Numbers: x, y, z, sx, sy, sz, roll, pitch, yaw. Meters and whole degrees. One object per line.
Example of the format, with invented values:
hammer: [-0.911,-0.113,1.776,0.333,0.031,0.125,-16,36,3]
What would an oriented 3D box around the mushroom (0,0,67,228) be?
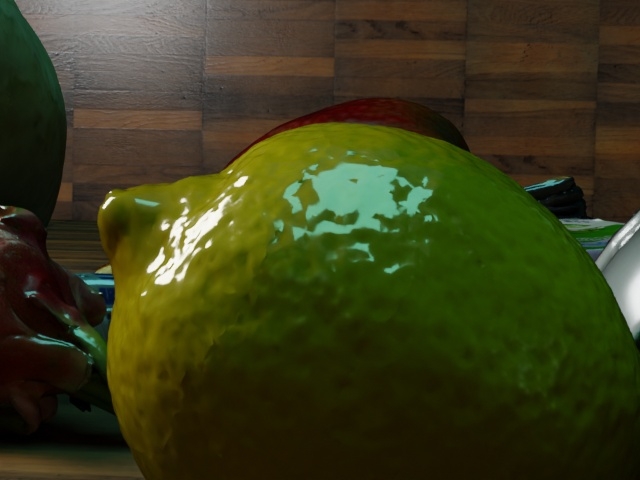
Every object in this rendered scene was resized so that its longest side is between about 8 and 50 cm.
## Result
mushroom: [-0.344,-0.062,1.081,0.352,0.352,0.260,-4,50,-52]

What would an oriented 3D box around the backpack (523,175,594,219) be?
backpack: [0.179,0.013,1.628,0.206,0.133,0.258,-8,-1,-8]

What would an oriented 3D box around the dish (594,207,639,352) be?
dish: [0.194,0.031,0.830,0.246,0.224,0.078,-23,56,-21]

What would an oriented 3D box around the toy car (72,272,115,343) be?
toy car: [-0.157,0.061,1.138,0.170,0.070,0.080,1,5,-18]

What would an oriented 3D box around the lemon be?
lemon: [0.021,0.049,0.597,0.244,0.187,0.187,33,4,-1]

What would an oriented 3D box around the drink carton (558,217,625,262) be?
drink carton: [0.215,0.044,1.244,0.161,0.108,0.271,-2,6,-16]

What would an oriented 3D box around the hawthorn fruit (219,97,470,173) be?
hawthorn fruit: [0.000,0.000,1.119,0.248,0.208,0.208,-2,5,-11]

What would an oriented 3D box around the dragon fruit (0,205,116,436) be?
dragon fruit: [-0.188,0.053,0.897,0.236,0.135,0.137,25,11,33]

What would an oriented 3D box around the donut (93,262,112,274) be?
donut: [-0.106,0.053,1.282,0.184,0.073,0.166,-1,7,-6]
